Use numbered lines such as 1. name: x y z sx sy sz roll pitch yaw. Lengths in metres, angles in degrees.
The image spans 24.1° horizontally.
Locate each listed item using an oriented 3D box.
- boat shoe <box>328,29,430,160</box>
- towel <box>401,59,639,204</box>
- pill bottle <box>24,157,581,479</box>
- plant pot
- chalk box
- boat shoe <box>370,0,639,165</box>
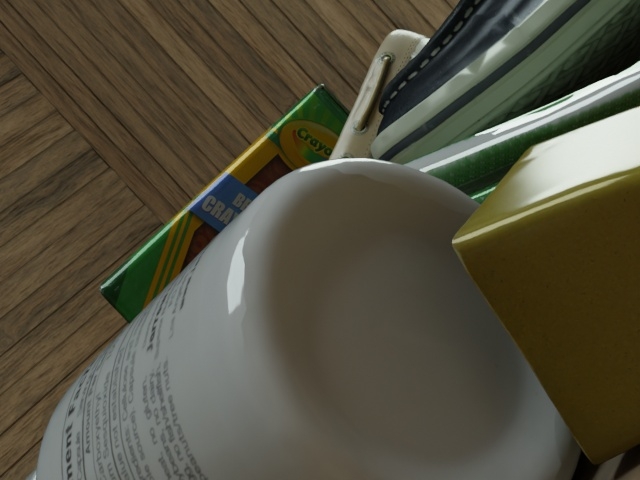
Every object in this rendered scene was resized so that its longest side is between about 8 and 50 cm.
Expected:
1. boat shoe: 0.017 -0.003 1.003 0.302 0.098 0.109 -61 -20 -9
2. towel: 0.102 -0.045 0.681 0.248 0.038 0.325 -24 1 21
3. pill bottle: -0.026 0.080 0.527 0.131 0.131 0.229 -44 2 -43
4. plant pot: 0.104 0.002 0.442 0.083 0.081 0.081 -29 9 34
5. chalk box: 0.000 0.000 1.167 0.289 0.180 0.179 -44 1 1
6. boat shoe: 0.193 -0.231 0.861 0.500 0.156 0.187 -49 -15 17
